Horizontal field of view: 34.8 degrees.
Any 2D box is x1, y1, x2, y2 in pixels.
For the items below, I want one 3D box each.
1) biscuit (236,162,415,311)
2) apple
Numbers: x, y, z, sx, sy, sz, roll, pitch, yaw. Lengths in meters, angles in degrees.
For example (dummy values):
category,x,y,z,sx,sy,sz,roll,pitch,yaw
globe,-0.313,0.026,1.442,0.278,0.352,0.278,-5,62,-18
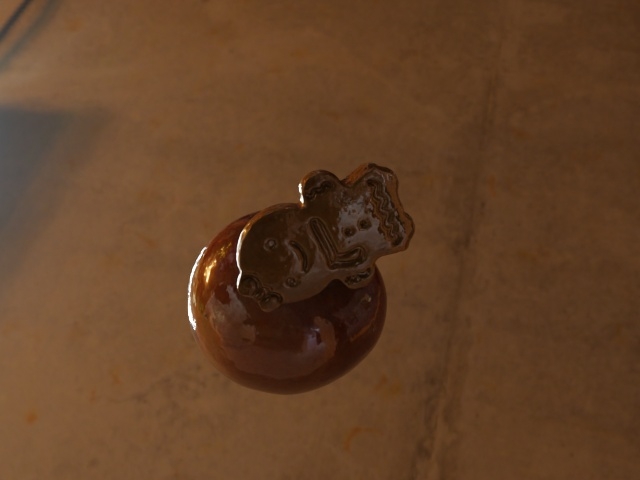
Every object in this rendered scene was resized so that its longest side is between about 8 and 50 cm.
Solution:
category,x,y,z,sx,sy,sz,roll,pitch,yaw
biscuit,0.002,-0.005,0.992,0.184,0.133,0.027,-14,-152,-6
apple,-0.046,0.085,1.311,0.254,0.253,0.253,-1,-136,1
